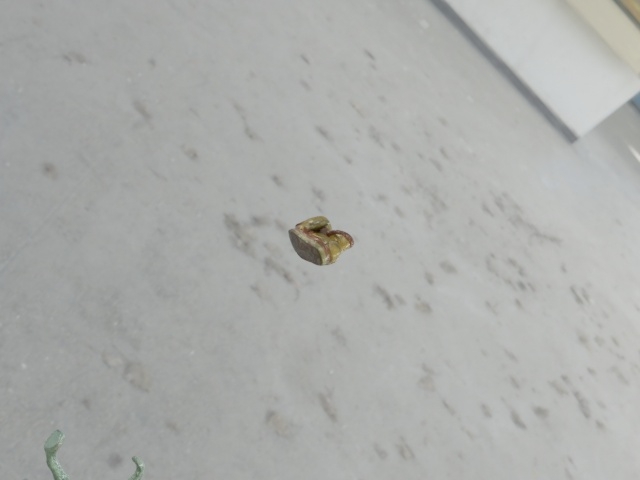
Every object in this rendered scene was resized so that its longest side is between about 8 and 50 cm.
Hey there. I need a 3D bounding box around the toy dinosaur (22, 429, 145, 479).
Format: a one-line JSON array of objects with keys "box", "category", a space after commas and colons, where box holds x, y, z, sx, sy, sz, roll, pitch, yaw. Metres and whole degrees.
[{"box": [-0.394, 0.393, 1.264, 0.092, 0.393, 0.205, -128, -163, -55], "category": "toy dinosaur"}]

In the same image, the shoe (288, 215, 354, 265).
[{"box": [0.002, 0.003, 1.282, 0.072, 0.069, 0.109, 70, -17, -9], "category": "shoe"}]
